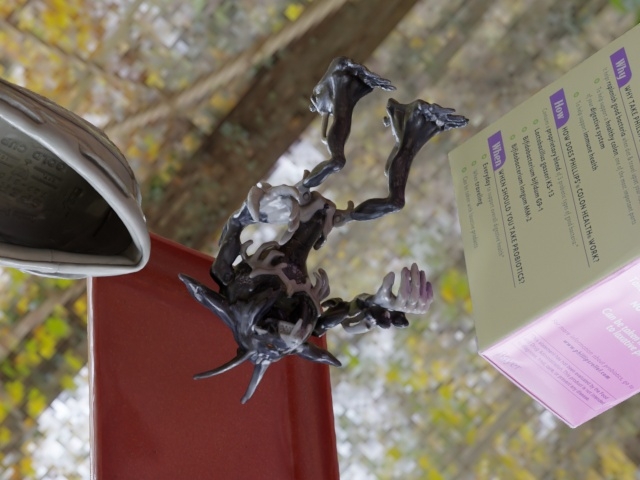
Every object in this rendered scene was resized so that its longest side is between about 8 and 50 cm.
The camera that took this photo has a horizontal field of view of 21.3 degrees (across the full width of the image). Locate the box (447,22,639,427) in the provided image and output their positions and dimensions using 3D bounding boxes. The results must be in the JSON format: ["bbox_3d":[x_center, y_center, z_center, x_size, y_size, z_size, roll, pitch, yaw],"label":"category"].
[{"bbox_3d":[0.228,-0.026,1.212,0.117,0.243,0.213,38,-149,-32],"label":"box"}]

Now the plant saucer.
[{"bbox_3d":[-0.094,0.133,1.388,0.259,0.048,0.258,23,-131,-38],"label":"plant saucer"}]

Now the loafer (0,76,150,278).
[{"bbox_3d":[-0.216,-0.055,0.906,0.319,0.112,0.111,19,-161,-45],"label":"loafer"}]

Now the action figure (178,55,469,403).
[{"bbox_3d":[0.000,0.000,1.310,0.164,0.275,0.141,29,172,-22],"label":"action figure"}]
